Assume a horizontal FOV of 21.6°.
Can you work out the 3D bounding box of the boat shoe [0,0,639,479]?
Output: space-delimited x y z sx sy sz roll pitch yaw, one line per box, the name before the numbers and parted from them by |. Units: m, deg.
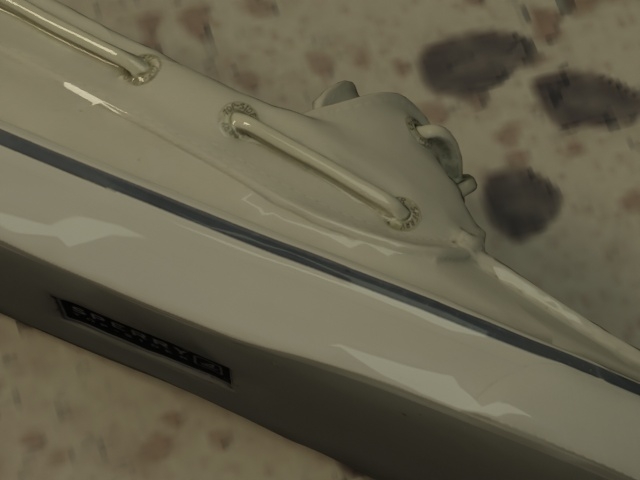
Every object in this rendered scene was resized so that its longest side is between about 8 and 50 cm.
boat shoe | 0.000 0.000 0.414 0.258 0.095 0.084 24 70 -1
